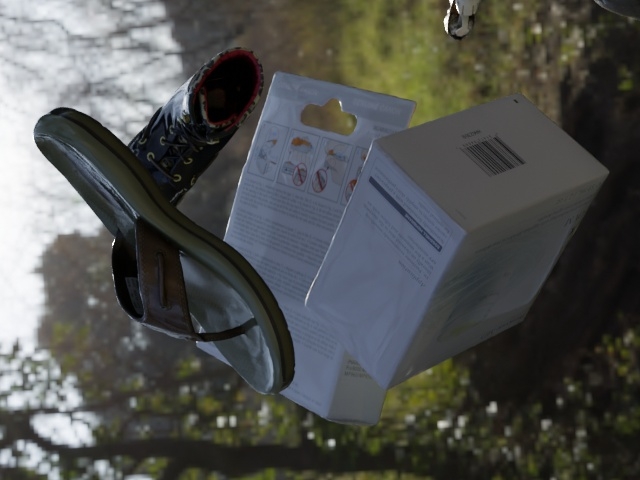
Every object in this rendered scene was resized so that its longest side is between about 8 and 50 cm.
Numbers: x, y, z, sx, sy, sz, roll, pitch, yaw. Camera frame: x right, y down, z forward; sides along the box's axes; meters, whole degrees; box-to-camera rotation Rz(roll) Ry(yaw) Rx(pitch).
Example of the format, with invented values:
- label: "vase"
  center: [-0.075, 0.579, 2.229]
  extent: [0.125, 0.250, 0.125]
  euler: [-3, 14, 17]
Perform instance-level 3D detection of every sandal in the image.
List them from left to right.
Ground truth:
- label: "sandal"
  center: [-0.142, 0.022, 1.094]
  extent: [0.086, 0.303, 0.120]
  euler: [-45, 1, -28]

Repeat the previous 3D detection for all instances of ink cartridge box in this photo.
- label: "ink cartridge box"
  center: [0.000, 0.000, 1.640]
  extent: [0.308, 0.091, 0.385]
  euler: [21, 96, 53]

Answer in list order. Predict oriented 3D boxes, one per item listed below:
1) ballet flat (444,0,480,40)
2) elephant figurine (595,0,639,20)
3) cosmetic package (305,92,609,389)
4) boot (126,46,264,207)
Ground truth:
- label: "ballet flat"
  center: [0.166, -0.266, 1.498]
  extent: [0.114, 0.041, 0.041]
  euler: [98, 171, -63]
- label: "elephant figurine"
  center: [0.408, -0.334, 1.454]
  extent: [0.186, 0.169, 0.239]
  euler: [-56, 11, -14]
- label: "cosmetic package"
  center: [0.134, 0.000, 1.313]
  extent: [0.138, 0.224, 0.225]
  euler: [47, 136, 25]
- label: "boot"
  center: [-0.147, -0.105, 1.387]
  extent: [0.236, 0.085, 0.178]
  euler: [-53, 9, -6]
